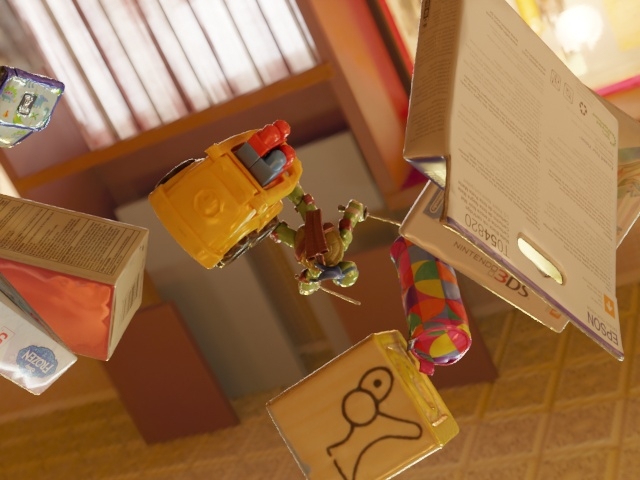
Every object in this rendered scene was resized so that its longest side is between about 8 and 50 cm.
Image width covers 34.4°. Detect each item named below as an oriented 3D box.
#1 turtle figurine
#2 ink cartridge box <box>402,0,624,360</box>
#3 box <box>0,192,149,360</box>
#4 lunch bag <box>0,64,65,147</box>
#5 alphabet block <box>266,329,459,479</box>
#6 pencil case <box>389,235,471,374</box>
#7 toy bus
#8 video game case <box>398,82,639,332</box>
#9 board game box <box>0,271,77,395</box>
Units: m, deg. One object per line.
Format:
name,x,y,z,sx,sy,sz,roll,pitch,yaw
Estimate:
turtle figurine,0.000,0.000,2.071,0.274,0.266,0.198,-23,151,-47
ink cartridge box,0.145,-0.050,0.746,0.045,0.223,0.224,-20,-132,38
box,-0.359,0.044,1.351,0.232,0.127,0.149,13,-150,2
lunch bag,-0.486,-0.212,1.590,0.151,0.096,0.128,-31,165,23
alphabet block,0.067,0.264,1.545,0.197,0.192,0.193,-33,171,12
pencil case,0.170,0.090,1.638,0.104,0.104,0.236,-21,-138,15
toy bus,-0.101,-0.090,1.459,0.211,0.149,0.220,-43,177,27
video game case,0.325,-0.073,1.533,0.329,0.299,0.036,-58,-168,5
board game box,-0.429,-0.005,1.072,0.066,0.318,0.318,-45,-117,-9
